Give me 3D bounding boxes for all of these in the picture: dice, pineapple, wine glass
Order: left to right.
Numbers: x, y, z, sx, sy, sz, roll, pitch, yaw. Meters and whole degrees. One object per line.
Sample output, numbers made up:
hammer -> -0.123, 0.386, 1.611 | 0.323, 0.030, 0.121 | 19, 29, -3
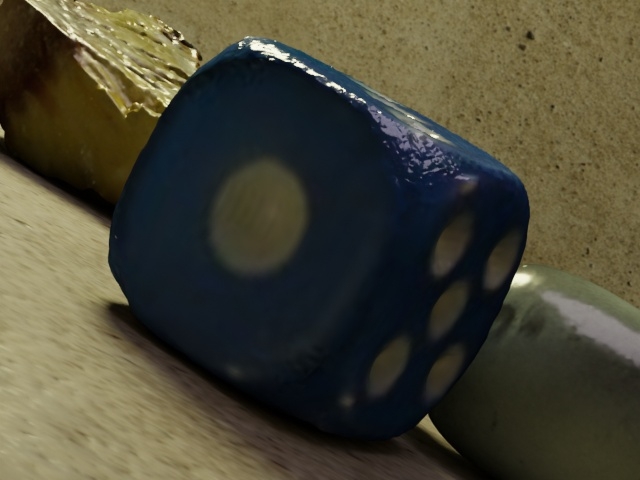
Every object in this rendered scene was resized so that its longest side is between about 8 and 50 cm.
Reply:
pineapple -> -0.135, -0.087, 1.124 | 0.186, 0.114, 0.236 | 28, 8, -18
dice -> 0.000, 0.000, 0.801 | 0.146, 0.143, 0.146 | 33, 9, 27
wine glass -> 0.123, 0.077, 0.880 | 0.204, 0.111, 0.111 | 30, 5, 20
